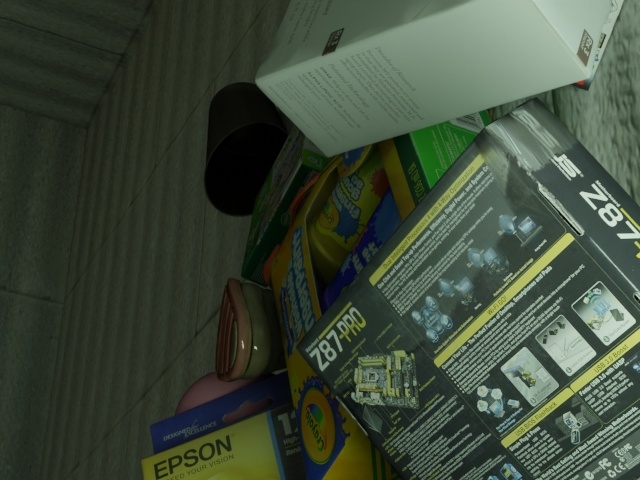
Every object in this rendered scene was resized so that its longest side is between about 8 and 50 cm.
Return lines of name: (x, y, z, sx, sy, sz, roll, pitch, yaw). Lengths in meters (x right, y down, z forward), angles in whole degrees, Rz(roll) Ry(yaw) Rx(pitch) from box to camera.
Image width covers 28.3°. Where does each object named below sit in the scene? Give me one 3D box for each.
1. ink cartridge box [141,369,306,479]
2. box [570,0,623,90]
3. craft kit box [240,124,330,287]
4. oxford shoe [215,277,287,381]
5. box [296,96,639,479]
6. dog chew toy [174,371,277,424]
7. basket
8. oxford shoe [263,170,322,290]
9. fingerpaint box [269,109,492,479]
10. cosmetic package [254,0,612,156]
ink cartridge box: (-0.086, 0.307, 1.692, 0.304, 0.072, 0.307, -23, 52, 7)
box: (0.280, -0.256, 1.529, 0.114, 0.036, 0.207, -70, 22, 11)
craft kit box: (-0.052, -0.088, 2.133, 0.246, 0.061, 0.250, -79, 16, -58)
oxford shoe: (-0.074, 0.127, 1.845, 0.397, 0.147, 0.140, -109, 28, -84)
box: (0.179, 0.110, 1.202, 0.097, 0.318, 0.395, -33, -14, -43)
dog chew toy: (-0.119, 0.363, 1.880, 0.207, 0.207, 0.331, 152, 121, -61)
basket: (-0.140, -0.186, 2.361, 0.204, 0.154, 0.227, -61, 22, 27)
oxford shoe: (0.000, 0.000, 1.992, 0.098, 0.097, 0.271, 59, 138, 38)
fingerpaint box: (0.097, 0.052, 1.591, 0.371, 0.163, 0.444, -60, 25, 32)
cosmetic package: (0.132, -0.257, 1.461, 0.385, 0.156, 0.217, -17, 43, 40)
